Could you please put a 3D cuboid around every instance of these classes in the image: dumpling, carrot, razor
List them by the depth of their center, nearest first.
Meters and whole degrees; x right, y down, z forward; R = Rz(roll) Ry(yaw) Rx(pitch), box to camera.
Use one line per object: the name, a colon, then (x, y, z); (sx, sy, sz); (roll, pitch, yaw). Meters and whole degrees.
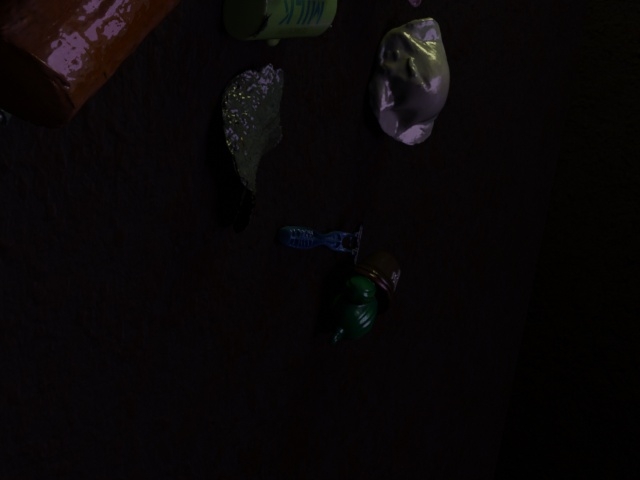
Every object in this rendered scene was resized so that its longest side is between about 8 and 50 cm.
carrot: (-0.241, -0.258, 1.101); (0.254, 0.196, 0.196); (-57, 149, -24)
razor: (0.000, 0.000, 1.882); (0.253, 0.042, 0.082); (4, 97, -62)
dumpling: (0.153, -0.284, 1.991); (0.151, 0.124, 0.229); (-3, 102, -26)

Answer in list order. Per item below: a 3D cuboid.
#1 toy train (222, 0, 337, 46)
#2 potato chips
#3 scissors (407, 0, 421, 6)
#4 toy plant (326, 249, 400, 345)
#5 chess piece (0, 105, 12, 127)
toy train: (-0.047, -0.346, 1.560); (0.253, 0.105, 0.157); (-21, 136, -60)
potato chips: (-0.098, -0.127, 1.599); (0.167, 0.059, 0.228); (-57, 150, -54)
scissors: (0.111, -0.485, 1.809); (0.160, 0.024, 0.317); (-37, 144, 20)
toy plant: (0.073, 0.104, 2.006); (0.200, 0.105, 0.143); (-55, 169, -35)
chess piece: (-0.312, -0.151, 1.167); (0.093, 0.042, 0.042); (-46, 142, -36)
